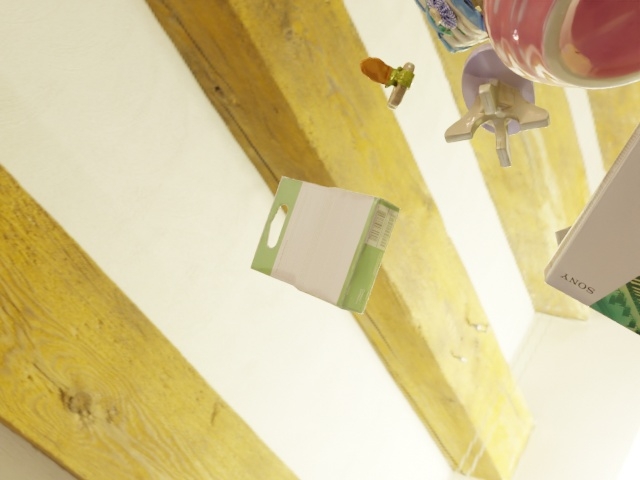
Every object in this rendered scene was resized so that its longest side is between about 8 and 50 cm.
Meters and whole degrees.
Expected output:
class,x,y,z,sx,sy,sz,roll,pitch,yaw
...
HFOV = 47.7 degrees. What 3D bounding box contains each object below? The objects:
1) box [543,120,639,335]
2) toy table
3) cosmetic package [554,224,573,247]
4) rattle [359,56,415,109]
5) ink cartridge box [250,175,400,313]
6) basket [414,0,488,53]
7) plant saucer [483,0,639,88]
class,x,y,z,sx,sy,sz,roll,pitch,yaw
box,0.440,-0.031,0.826,0.322,0.232,0.058,-63,-9,20
toy table,0.433,-0.324,1.785,0.274,0.252,0.161,47,-138,-35
cosmetic package,0.601,0.018,1.434,0.237,0.107,0.127,-7,-96,-3
rattle,0.166,-0.409,1.853,0.200,0.142,0.130,-81,-2,-68
ink cartridge box,0.000,0.000,1.137,0.056,0.235,0.171,20,-92,-40
basket,0.220,-0.381,0.909,0.201,0.289,0.255,-35,-92,-24
plant saucer,0.354,-0.289,0.814,0.332,0.332,0.084,28,-142,-48
